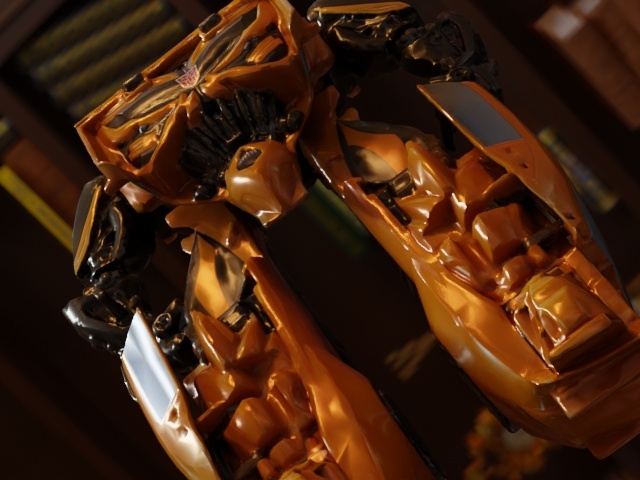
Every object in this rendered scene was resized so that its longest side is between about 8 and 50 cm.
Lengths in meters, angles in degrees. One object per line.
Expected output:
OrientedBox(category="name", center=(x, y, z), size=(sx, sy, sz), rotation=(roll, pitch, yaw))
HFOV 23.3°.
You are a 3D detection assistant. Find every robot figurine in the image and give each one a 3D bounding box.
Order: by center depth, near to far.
OrientedBox(category="robot figurine", center=(0.000, 0.000, 0.597), size=(0.085, 0.211, 0.291), rotation=(51, -179, -45))
